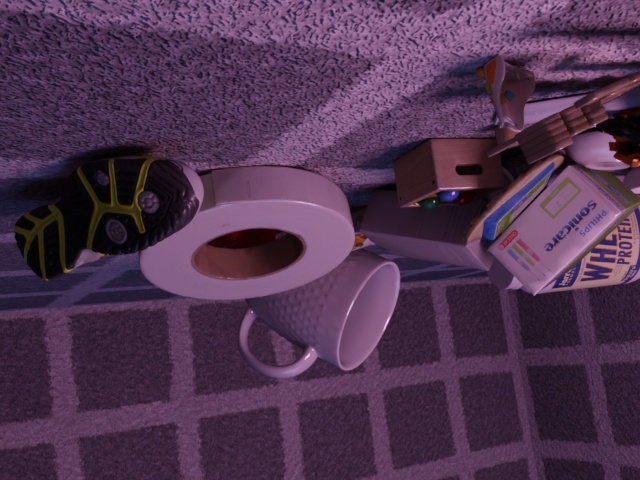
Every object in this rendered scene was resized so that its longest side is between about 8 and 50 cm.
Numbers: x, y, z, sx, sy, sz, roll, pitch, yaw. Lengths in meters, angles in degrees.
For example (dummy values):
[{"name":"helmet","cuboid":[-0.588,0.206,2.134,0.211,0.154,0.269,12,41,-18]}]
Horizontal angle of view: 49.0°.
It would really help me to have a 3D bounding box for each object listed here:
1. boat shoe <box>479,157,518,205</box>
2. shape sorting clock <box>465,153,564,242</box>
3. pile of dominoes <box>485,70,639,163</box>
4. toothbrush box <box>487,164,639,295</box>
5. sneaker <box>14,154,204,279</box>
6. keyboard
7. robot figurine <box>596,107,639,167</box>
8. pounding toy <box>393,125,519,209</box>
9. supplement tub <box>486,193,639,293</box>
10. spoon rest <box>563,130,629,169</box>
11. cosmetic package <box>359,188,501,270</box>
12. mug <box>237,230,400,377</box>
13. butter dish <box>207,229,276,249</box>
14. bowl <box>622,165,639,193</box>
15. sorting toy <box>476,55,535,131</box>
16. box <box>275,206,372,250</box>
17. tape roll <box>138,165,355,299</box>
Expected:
[{"name":"boat shoe","cuboid":[0.315,-0.100,1.360,0.099,0.116,0.319,-51,171,-15]},{"name":"shape sorting clock","cuboid":[0.318,-0.069,1.162,0.206,0.040,0.206,-40,164,-14]},{"name":"pile of dominoes","cuboid":[0.341,-0.156,0.833,0.251,0.040,0.196,-24,177,-19]},{"name":"toothbrush box","cuboid":[0.461,-0.030,1.304,0.206,0.122,0.283,-51,162,27]},{"name":"sneaker","cuboid":[-0.310,-0.053,1.063,0.385,0.145,0.147,-14,-166,37]},{"name":"keyboard","cuboid":[0.376,-0.193,0.986,0.256,0.014,0.072,-8,166,6]},{"name":"robot figurine","cuboid":[0.515,-0.133,0.951,0.211,0.084,0.291,-5,-165,-15]},{"name":"pounding toy","cuboid":[0.248,-0.112,1.126,0.181,0.094,0.206,-3,171,-22]},{"name":"supplement tub","cuboid":[0.555,-0.002,1.605,0.325,0.235,0.235,-6,171,-10]},{"name":"spoon rest","cuboid":[0.544,-0.162,1.158,0.277,0.084,0.137,4,175,24]},{"name":"cosmetic package","cuboid":[0.210,-0.023,1.350,0.238,0.107,0.127,13,165,36]},{"name":"mug","cuboid":[-0.044,0.154,1.667,0.328,0.374,0.276,23,157,27]},{"name":"butter dish","cuboid":[-0.164,0.004,1.469,0.160,0.118,0.160,-1,170,-37]},{"name":"bowl","cuboid":[0.716,-0.138,1.461,0.142,0.053,0.142,-2,169,-29]},{"name":"sorting toy","cuboid":[0.217,-0.166,0.820,0.045,0.075,0.083,-15,168,40]},{"name":"box","cuboid":[0.000,0.000,1.549,0.324,0.067,0.063,-15,142,7]},{"name":"tape roll","cuboid":[-0.132,-0.001,1.264,0.393,0.071,0.392,-8,153,-4]}]
